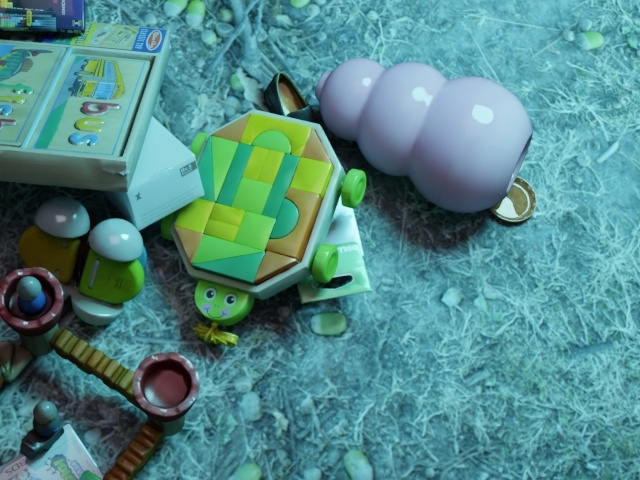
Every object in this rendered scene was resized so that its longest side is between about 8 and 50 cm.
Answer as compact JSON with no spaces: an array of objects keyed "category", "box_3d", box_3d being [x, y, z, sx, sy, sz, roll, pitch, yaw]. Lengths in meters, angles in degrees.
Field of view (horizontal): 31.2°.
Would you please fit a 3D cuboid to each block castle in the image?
[{"category":"block castle","box_3d":[-0.386,0.277,1.408,0.303,0.213,0.453,32,65,8]}]

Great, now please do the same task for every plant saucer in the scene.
[{"category":"plant saucer","box_3d":[0.299,-0.065,1.805,0.083,0.013,0.084,3,65,-6]}]

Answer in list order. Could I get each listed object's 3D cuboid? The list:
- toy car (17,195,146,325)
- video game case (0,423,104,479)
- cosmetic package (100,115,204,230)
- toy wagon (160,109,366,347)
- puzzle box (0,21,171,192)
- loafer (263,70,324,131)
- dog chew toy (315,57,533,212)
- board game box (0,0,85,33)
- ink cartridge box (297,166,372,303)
[{"category":"toy car","box_3d":[-0.325,0.018,1.616,0.182,0.159,0.136,22,27,3]},{"category":"video game case","box_3d":[-0.351,0.344,1.510,0.143,0.019,0.157,-32,74,-21]},{"category":"cosmetic package","box_3d":[-0.278,-0.122,1.657,0.117,0.085,0.231,-30,48,-19]},{"category":"toy wagon","box_3d":[-0.098,-0.017,1.644,0.267,0.068,0.344,15,74,20]},{"category":"puzzle box","box_3d":[-0.372,-0.206,1.626,0.272,0.052,0.409,5,35,-2]},{"category":"loafer","box_3d":[-0.035,-0.187,1.786,0.062,0.061,0.170,-29,73,-21]},{"category":"dog chew toy","box_3d":[0.147,-0.176,1.741,0.331,0.207,0.207,23,63,12]},{"category":"board game box","box_3d":[-0.421,-0.395,1.700,0.141,0.048,0.170,-1,91,-7]},{"category":"ink cartridge box","box_3d":[0.000,0.000,1.701,0.109,0.062,0.209,-8,66,-10]}]
